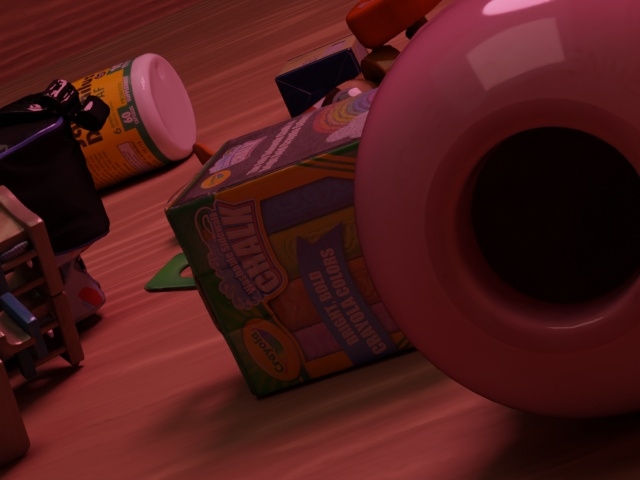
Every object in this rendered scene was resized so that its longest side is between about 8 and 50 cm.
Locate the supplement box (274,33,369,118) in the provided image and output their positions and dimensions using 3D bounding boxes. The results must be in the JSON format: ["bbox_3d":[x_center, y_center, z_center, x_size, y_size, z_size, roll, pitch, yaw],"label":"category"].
[{"bbox_3d":[0.008,-0.159,1.938,0.083,0.056,0.083,-20,14,14],"label":"supplement box"}]

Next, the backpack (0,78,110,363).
[{"bbox_3d":[-0.306,-0.001,1.537,0.276,0.213,0.263,-22,20,-22],"label":"backpack"}]

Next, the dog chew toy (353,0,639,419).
[{"bbox_3d":[0.138,-0.038,0.968,0.206,0.207,0.332,-19,5,18],"label":"dog chew toy"}]

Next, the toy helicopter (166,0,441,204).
[{"bbox_3d":[-0.019,-0.064,1.548,0.355,0.140,0.235,-25,17,50],"label":"toy helicopter"}]

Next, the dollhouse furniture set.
[{"bbox_3d":[-0.213,0.077,1.322,0.129,0.129,0.183,-29,38,-22],"label":"dollhouse furniture set"}]

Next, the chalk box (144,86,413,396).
[{"bbox_3d":[0.000,0.000,1.176,0.213,0.132,0.132,-19,15,22],"label":"chalk box"}]

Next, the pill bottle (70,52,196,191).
[{"bbox_3d":[-0.245,-0.108,2.044,0.208,0.118,0.117,-19,14,18],"label":"pill bottle"}]
